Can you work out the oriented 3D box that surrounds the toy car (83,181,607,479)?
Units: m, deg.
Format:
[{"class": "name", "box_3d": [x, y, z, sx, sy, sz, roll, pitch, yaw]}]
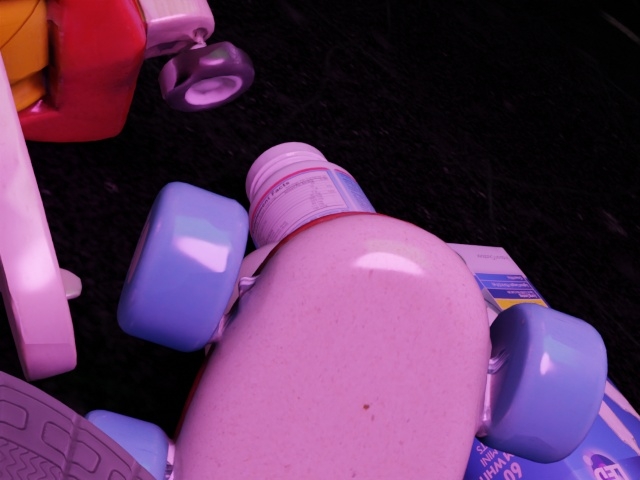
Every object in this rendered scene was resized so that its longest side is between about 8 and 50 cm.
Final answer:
[{"class": "toy car", "box_3d": [-0.011, 0.080, 0.596, 0.219, 0.210, 0.238, 18, 3, -12]}]

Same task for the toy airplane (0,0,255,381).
[{"class": "toy airplane", "box_3d": [-0.209, -0.161, 0.567, 0.386, 0.272, 0.384, -108, 177, -63]}]

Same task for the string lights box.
[{"class": "string lights box", "box_3d": [0.144, 0.119, 0.773, 0.133, 0.077, 0.260, 3, 43, -48]}]

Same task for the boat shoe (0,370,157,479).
[{"class": "boat shoe", "box_3d": [-0.174, 0.100, 0.385, 0.320, 0.103, 0.118, 27, 23, -18]}]

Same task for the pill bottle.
[{"class": "pill bottle", "box_3d": [0.000, 0.000, 0.772, 0.087, 0.087, 0.160, 18, 27, -32]}]
